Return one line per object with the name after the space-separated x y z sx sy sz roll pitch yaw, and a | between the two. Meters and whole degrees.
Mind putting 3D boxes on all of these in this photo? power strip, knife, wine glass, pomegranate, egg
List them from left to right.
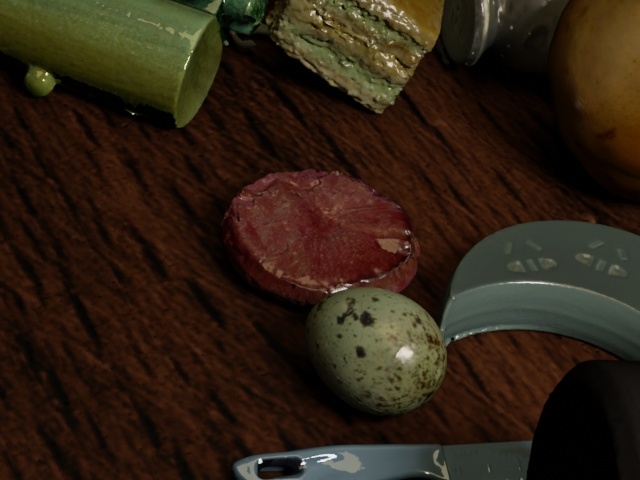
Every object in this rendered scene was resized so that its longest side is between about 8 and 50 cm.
0.036 0.075 1.196 0.110 0.085 0.085 22 39 35 | egg
0.093 0.153 1.171 0.313 0.019 0.044 -2 50 -15 | knife
0.212 -0.203 1.531 0.204 0.111 0.111 -2 42 -14 | wine glass
0.220 0.059 1.277 0.253 0.054 0.167 19 42 10 | power strip
0.289 -0.132 1.394 0.233 0.233 0.233 6 41 -5 | pomegranate

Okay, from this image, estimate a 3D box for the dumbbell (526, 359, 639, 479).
0.304 0.175 1.049 0.322 0.204 0.204 2 41 -11 | dumbbell

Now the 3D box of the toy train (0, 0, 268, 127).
-0.201 -0.213 1.426 0.307 0.126 0.189 21 60 11 | toy train

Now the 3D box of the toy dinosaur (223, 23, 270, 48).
-0.081 -0.215 1.537 0.106 0.044 0.187 -3 51 10 | toy dinosaur

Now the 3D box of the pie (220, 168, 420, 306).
0.000 0.000 1.309 0.154 0.036 0.154 6 41 -5 | pie

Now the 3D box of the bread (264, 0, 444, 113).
0.037 -0.217 1.491 0.138 0.102 0.196 34 35 -11 | bread
